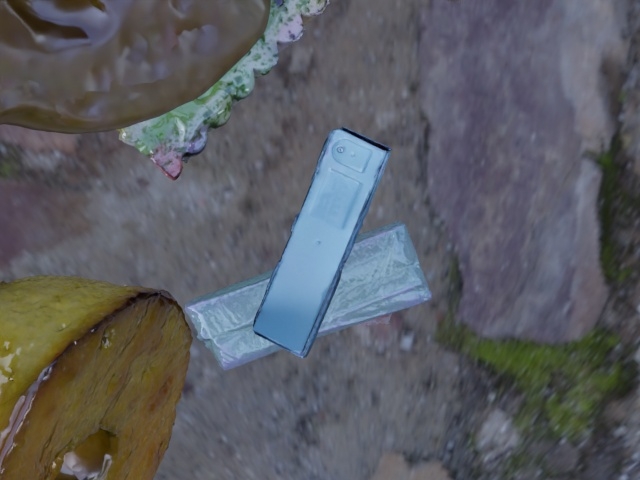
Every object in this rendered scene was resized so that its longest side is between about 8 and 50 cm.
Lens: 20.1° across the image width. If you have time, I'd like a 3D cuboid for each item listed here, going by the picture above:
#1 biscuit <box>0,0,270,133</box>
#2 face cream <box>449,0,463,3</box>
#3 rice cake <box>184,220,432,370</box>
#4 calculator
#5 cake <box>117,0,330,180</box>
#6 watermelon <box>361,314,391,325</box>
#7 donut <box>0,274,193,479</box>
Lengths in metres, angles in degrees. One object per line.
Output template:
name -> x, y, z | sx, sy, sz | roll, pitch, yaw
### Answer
biscuit -> -0.082, -0.204, 0.514 | 0.074, 0.381, 0.359 | 30, 106, 46
face cream -> 0.052, -0.209, 0.932 | 0.104, 0.149, 0.149 | 20, 78, -4
rice cake -> -0.012, 0.055, 1.678 | 0.221, 0.042, 0.080 | -20, 105, 7
calculator -> 0.000, 0.000, 1.358 | 0.057, 0.018, 0.172 | 25, 96, 32
cake -> -0.100, -0.155, 1.451 | 0.109, 0.090, 0.225 | 45, 70, -14
watermelon -> 0.039, 0.049, 1.805 | 0.084, 0.092, 0.072 | 1, 84, 13
donut -> -0.207, 0.149, 1.298 | 0.110, 0.303, 0.303 | 22, 78, 17
